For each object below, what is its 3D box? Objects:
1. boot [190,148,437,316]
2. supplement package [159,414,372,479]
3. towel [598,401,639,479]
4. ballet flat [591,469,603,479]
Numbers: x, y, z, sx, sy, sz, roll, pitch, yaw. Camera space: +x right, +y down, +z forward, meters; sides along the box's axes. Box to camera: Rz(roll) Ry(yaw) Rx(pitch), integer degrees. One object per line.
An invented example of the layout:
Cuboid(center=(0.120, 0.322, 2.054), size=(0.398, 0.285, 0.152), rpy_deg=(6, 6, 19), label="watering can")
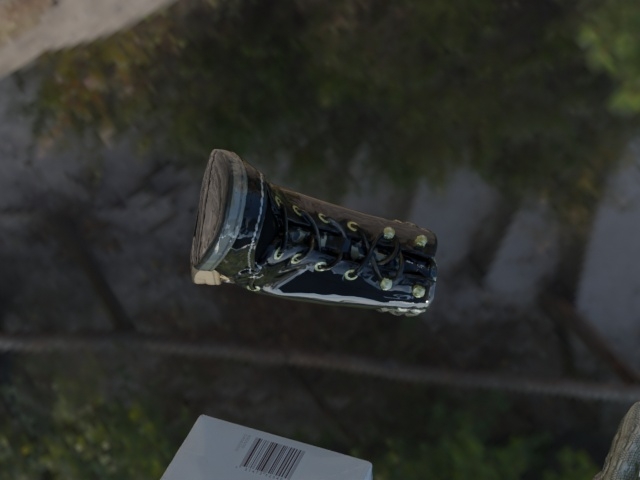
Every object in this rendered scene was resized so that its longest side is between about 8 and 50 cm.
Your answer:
Cuboid(center=(0.000, -0.002, 1.345), size=(0.179, 0.085, 0.236), rpy_deg=(9, 170, -5), label="boot")
Cuboid(center=(-0.045, 0.268, 1.361), size=(0.134, 0.139, 0.244), rpy_deg=(-58, 155, -43), label="supplement package")
Cuboid(center=(0.117, 0.282, 0.959), size=(0.324, 0.056, 0.312), rpy_deg=(-57, 160, -52), label="towel")
Cuboid(center=(0.253, 0.297, 1.751), size=(0.070, 0.070, 0.188), rpy_deg=(15, 98, -46), label="ballet flat")
